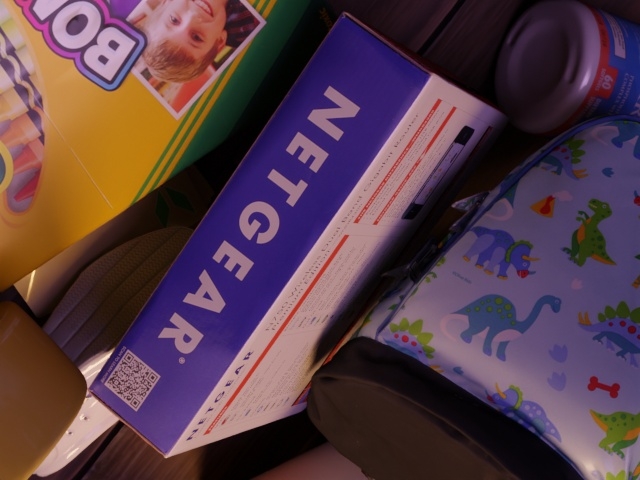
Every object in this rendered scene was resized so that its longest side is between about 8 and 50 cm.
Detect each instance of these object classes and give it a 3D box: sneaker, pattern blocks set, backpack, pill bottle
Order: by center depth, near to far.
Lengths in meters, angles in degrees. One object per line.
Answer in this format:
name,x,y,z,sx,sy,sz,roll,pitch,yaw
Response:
pattern blocks set,-0.185,-0.033,1.056,0.325,0.026,0.285,-26,126,-13
backpack,0.206,0.066,1.070,0.355,0.290,0.273,-40,158,-32
sneaker,-0.178,0.092,1.072,0.258,0.094,0.091,-42,147,5
pill bottle,0.278,-0.136,1.186,0.222,0.124,0.124,11,111,-33

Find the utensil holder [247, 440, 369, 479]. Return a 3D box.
utensil holder,0.119,0.313,1.240,0.386,0.327,0.327,-24,126,-12

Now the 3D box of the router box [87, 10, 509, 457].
router box,0.000,0.000,1.039,0.335,0.082,0.301,-55,165,9

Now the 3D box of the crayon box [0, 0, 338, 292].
crayon box,-0.194,-0.197,0.883,0.313,0.106,0.363,-36,122,-8

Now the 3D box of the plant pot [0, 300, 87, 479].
plant pot,-0.327,0.093,0.867,0.254,0.254,0.239,-39,103,-3
